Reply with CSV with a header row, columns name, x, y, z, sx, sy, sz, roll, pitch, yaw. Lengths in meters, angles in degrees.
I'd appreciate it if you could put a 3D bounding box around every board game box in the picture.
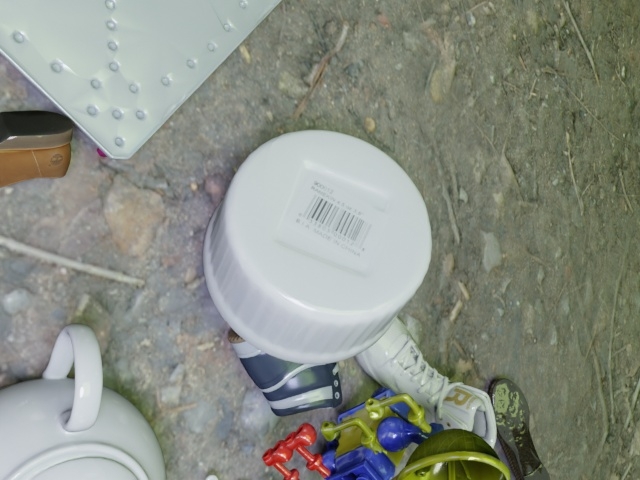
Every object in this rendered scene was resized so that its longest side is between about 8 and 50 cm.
name,x,y,z,sx,sy,sz,roll,pitch,yaw
board game box,-0.252,-0.355,0.631,0.390,0.050,0.390,48,61,-26

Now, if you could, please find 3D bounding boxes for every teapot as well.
name,x,y,z,sx,sy,sz,roll,pitch,yaw
teapot,-0.246,0.250,0.520,0.252,0.187,0.256,-47,114,-30

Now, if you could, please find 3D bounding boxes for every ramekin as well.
name,x,y,z,sx,sy,sz,roll,pitch,yaw
ramekin,0.000,0.000,0.682,0.277,0.135,0.277,6,64,-13

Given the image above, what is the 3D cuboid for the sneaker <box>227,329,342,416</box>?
name,x,y,z,sx,sy,sz,roll,pitch,yaw
sneaker,0.019,0.130,0.786,0.282,0.099,0.153,-29,101,-29

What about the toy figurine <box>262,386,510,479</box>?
name,x,y,z,sx,sy,sz,roll,pitch,yaw
toy figurine,0.063,0.246,0.728,0.191,0.362,0.217,45,33,-6

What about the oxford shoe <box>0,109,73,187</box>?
name,x,y,z,sx,sy,sz,roll,pitch,yaw
oxford shoe,-0.351,-0.078,0.533,0.212,0.076,0.076,-5,131,-28

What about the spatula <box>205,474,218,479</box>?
name,x,y,z,sx,sy,sz,roll,pitch,yaw
spatula,-0.144,0.425,0.697,0.168,0.019,0.242,-27,104,-28

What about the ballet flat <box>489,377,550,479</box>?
name,x,y,z,sx,sy,sz,roll,pitch,yaw
ballet flat,0.381,0.383,1.094,0.084,0.058,0.250,-26,98,-14

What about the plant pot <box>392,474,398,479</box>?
name,x,y,z,sx,sy,sz,roll,pitch,yaw
plant pot,0.158,0.426,0.892,0.081,0.083,0.082,-15,96,-37

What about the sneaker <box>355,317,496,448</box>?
name,x,y,z,sx,sy,sz,roll,pitch,yaw
sneaker,0.170,0.212,0.859,0.108,0.169,0.293,-45,113,-28
